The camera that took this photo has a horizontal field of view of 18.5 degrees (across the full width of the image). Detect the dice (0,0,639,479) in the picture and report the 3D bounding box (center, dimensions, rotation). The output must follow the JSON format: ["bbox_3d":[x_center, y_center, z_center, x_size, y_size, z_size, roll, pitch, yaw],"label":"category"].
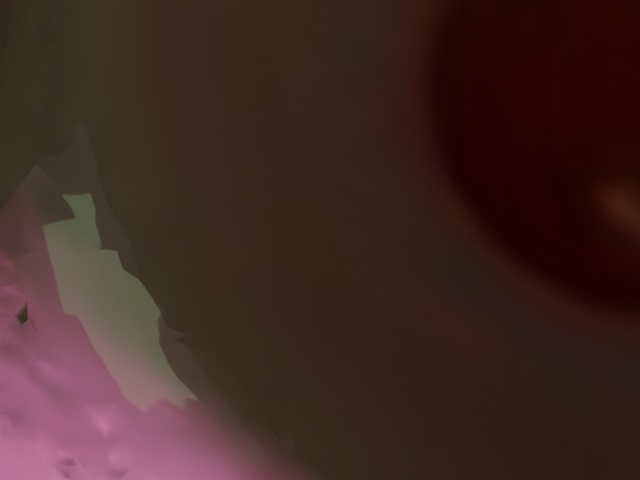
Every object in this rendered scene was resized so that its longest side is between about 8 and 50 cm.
[{"bbox_3d":[0.000,0.000,0.615,0.304,0.277,0.304,18,159,-25],"label":"dice"}]
